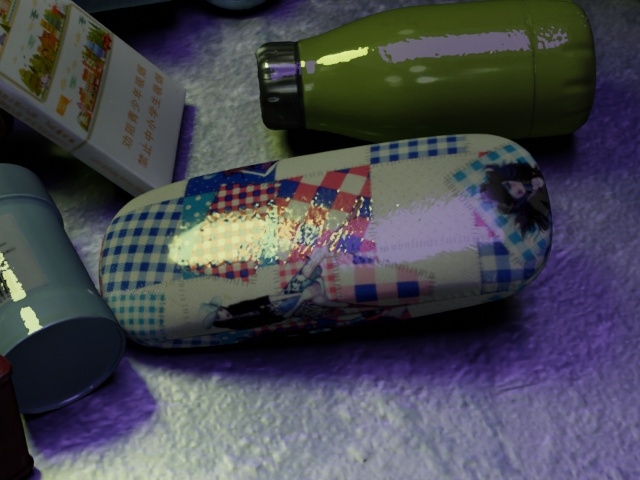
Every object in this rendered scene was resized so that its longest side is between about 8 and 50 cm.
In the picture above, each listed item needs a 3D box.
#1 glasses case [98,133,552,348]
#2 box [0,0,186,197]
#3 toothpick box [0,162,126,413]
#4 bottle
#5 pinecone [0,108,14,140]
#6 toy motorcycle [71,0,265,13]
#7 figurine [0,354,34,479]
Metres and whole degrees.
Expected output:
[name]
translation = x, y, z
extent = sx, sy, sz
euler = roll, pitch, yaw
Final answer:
[glasses case]
translation = 0.000, 0.000, 0.911
extent = 0.327, 0.076, 0.125
euler = -9, 59, 8
[box]
translation = -0.195, -0.128, 0.968
extent = 0.032, 0.220, 0.122
euler = -25, 43, 34
[toothpick box]
translation = -0.213, 0.032, 0.896
extent = 0.101, 0.101, 0.153
euler = -23, 56, -16
[bottle]
translation = 0.080, -0.130, 1.012
extent = 0.260, 0.112, 0.112
euler = -4, 52, -2
[pinecone]
translation = -0.306, -0.138, 0.998
extent = 0.174, 0.173, 0.173
euler = 0, 52, 0
[toy motorcycle]
translation = -0.187, -0.296, 1.068
extent = 0.319, 0.241, 0.182
euler = -10, 46, -8
[figurine]
translation = -0.246, 0.100, 0.811
extent = 0.082, 0.154, 0.098
euler = -29, 53, -26
